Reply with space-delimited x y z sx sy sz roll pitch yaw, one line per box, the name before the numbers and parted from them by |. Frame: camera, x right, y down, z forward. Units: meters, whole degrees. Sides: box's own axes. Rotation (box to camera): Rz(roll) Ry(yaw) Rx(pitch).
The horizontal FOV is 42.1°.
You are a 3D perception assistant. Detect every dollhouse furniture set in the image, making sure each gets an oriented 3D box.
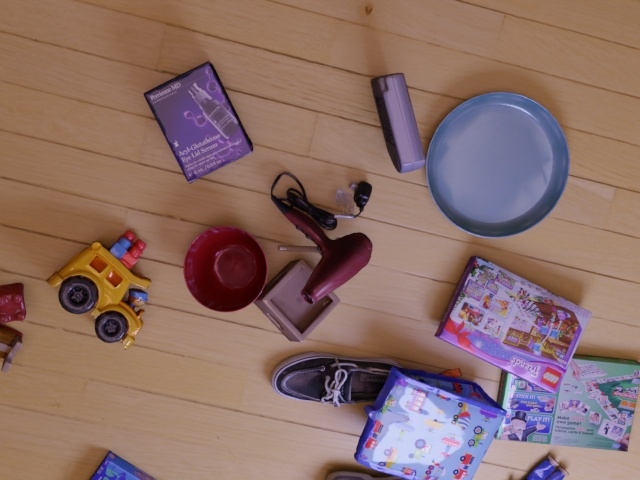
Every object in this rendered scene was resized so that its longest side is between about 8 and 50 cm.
dollhouse furniture set | -0.788 0.099 1.750 0.374 0.152 0.201 28 97 -25

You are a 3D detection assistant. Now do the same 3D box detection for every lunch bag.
lunch bag | 0.219 0.406 1.807 0.293 0.138 0.221 19 102 -28

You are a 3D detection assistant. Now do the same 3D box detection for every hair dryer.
hair dryer | 0.000 0.000 1.762 0.223 0.080 0.293 4 63 -4

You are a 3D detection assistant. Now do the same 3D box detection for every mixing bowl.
mixing bowl | -0.192 0.059 1.778 0.181 0.098 0.181 0 91 8

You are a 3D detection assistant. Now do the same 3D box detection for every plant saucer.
plant saucer | 0.384 -0.164 1.817 0.317 0.044 0.318 -1 99 -4

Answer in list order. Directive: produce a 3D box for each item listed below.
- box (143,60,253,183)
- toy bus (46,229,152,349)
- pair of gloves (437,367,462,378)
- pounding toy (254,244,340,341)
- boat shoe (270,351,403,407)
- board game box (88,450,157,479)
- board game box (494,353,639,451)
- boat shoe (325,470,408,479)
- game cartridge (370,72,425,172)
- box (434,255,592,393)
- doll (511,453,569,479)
box | -0.250 -0.246 1.726 0.153 0.108 0.207 -27 101 2
toy bus | -0.435 0.093 1.767 0.220 0.149 0.211 45 78 -12
pair of gloves | 0.297 0.339 1.914 0.074 0.010 0.083 -17 101 -1
pounding toy | -0.046 0.085 1.810 0.181 0.094 0.206 48 71 -10
boat shoe | 0.043 0.319 1.845 0.306 0.105 0.113 5 99 -5
board game box | -0.439 0.602 1.890 0.210 0.047 0.160 34 96 -10
board game box | 0.570 0.368 1.920 0.317 0.046 0.213 7 98 -5
boat shoe | 0.159 0.598 1.885 0.302 0.103 0.113 1 132 2
game cartridge | 0.153 -0.235 1.661 0.060 0.294 0.196 -11 101 2
box | 0.427 0.186 1.844 0.293 0.057 0.201 27 84 -4
doll | 0.501 0.597 1.955 0.129 0.046 0.189 44 94 -9
